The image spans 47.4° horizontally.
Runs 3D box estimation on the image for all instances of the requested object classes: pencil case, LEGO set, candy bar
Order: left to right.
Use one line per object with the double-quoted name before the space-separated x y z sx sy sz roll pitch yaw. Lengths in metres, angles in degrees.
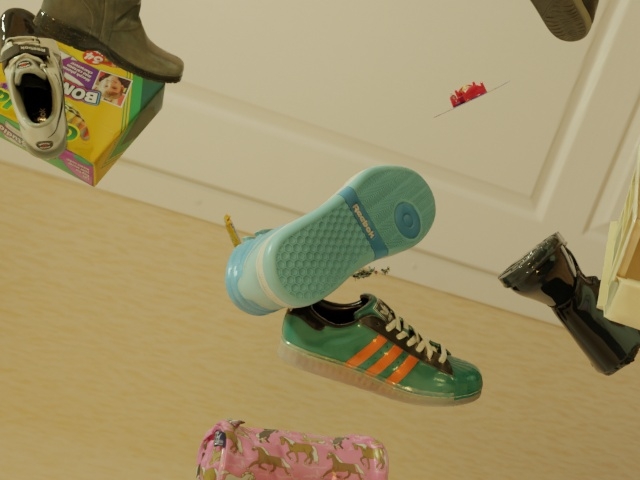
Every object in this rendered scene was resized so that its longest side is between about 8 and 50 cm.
"candy bar" -0.177 0.012 1.575 0.040 0.018 0.161 -111 3 -52
"pencil case" -0.052 0.464 1.480 0.160 0.386 0.167 -147 71 -68
"LEGO set" 0.089 0.064 1.359 0.083 0.054 0.023 5 107 42

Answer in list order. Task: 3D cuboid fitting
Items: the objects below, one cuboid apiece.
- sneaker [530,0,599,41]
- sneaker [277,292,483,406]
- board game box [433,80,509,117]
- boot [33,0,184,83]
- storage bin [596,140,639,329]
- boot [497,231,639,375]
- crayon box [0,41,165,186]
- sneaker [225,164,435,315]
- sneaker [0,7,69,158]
"sneaker" 0.336 -0.403 1.033 0.083 0.222 0.118 6 57 43
"sneaker" 0.093 0.147 1.042 0.108 0.302 0.121 -70 -7 -75
"board game box" 0.300 -0.301 1.488 0.133 0.033 0.169 -31 8 -40
"boot" -0.277 -0.337 1.065 0.161 0.246 0.083 -58 45 17
"storage bin" 0.452 0.020 0.781 0.260 0.262 0.123 -48 -27 -55
"boot" 0.360 0.093 1.019 0.094 0.207 0.246 -41 -12 23
"crayon box" -0.610 -0.338 1.739 0.313 0.363 0.106 -61 -2 -38
"sneaker" 0.000 0.000 1.010 0.208 0.319 0.127 -21 94 53
"sneaker" -0.577 -0.344 1.469 0.146 0.122 0.330 131 122 -69
